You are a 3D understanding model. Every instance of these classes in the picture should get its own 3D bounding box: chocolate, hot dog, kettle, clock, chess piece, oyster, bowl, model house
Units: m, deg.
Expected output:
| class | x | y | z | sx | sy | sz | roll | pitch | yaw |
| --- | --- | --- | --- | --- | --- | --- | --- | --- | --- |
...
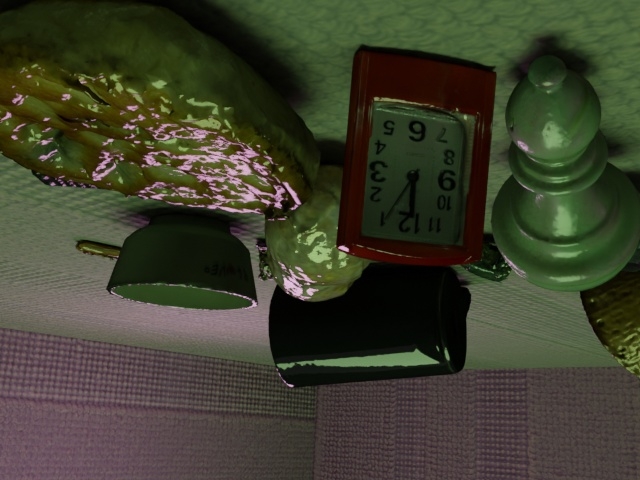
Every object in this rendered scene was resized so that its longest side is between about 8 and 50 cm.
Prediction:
| class | x | y | z | sx | sy | sz | roll | pitch | yaw |
| --- | --- | --- | --- | --- | --- | --- | --- | --- | --- |
| chocolate | 0.000 | 0.000 | 0.880 | 0.134 | 0.134 | 0.309 | 4 | 164 | -2 |
| hot dog | -0.360 | 0.018 | 1.251 | 0.083 | 0.021 | 0.037 | 15 | 162 | -37 |
| kettle | 0.100 | 0.156 | 1.356 | 0.307 | 0.203 | 0.262 | -6 | 161 | 21 |
| clock | 0.071 | -0.059 | 0.596 | 0.113 | 0.155 | 0.061 | 7 | 175 | -13 |
| chess piece | 0.202 | -0.066 | 0.648 | 0.139 | 0.139 | 0.272 | -2 | 153 | 20 |
| oyster | -0.048 | 0.040 | 1.221 | 0.105 | 0.056 | 0.177 | -4 | 161 | -3 |
| bowl | -0.189 | 0.030 | 1.079 | 0.211 | 0.112 | 0.211 | 2 | 165 | 1 |
| model house | 0.227 | 0.017 | 1.076 | 0.083 | 0.066 | 0.079 | 21 | 176 | -2 |

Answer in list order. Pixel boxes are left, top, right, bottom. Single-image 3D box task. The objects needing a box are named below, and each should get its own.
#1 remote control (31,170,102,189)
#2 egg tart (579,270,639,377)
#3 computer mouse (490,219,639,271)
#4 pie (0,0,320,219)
| class | x | y | z | sx | sy | sz | roll | pitch | yaw |
| --- | --- | --- | --- | --- | --- | --- | --- | --- | --- |
| remote control | -0.198 | -0.069 | 0.867 | 0.245 | 0.025 | 0.063 | 4 | 167 | -6 |
| egg tart | 0.434 | 0.059 | 0.926 | 0.215 | 0.215 | 0.171 | 10 | 150 | -25 |
| computer mouse | 0.297 | -0.018 | 0.884 | 0.126 | 0.071 | 0.231 | 25 | 166 | -24 |
| pie | -0.151 | -0.097 | 0.633 | 0.314 | 0.093 | 0.315 | 8 | 166 | 2 |
